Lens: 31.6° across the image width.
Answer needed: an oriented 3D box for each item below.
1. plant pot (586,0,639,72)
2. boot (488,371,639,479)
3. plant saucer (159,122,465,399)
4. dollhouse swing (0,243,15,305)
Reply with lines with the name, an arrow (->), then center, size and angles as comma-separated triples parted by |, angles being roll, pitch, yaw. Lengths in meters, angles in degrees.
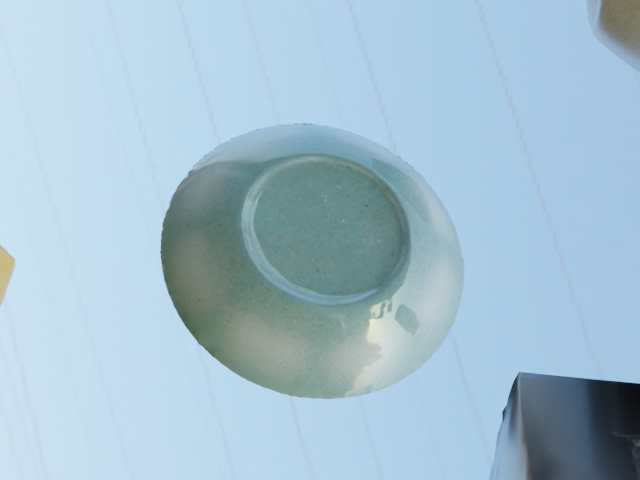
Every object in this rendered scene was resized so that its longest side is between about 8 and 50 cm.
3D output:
plant pot -> 0.211, -0.154, 0.473 | 0.191, 0.284, 0.284 | 0, -84, 10
boot -> 0.060, 0.302, 0.306 | 0.445, 0.146, 0.367 | -78, -178, -57
plant saucer -> 0.000, 0.000, 0.696 | 0.195, 0.195, 0.037 | 63, -22, 22
dollhouse swing -> -0.386, 0.082, 0.609 | 0.315, 0.347, 0.305 | 26, -65, 31
